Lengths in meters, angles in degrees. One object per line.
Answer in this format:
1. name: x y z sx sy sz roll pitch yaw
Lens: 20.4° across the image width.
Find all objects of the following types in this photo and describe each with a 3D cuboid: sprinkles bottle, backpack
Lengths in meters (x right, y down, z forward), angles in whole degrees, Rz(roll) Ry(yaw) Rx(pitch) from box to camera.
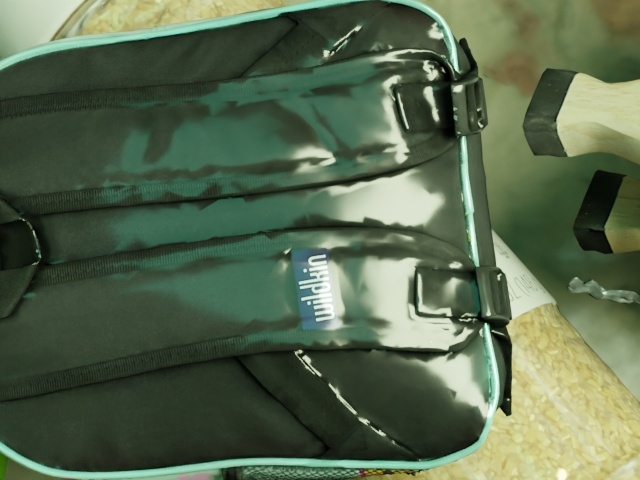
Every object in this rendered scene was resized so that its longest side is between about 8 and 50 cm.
1. sprinkles bottle: 0.000 0.000 0.753 0.121 0.121 0.355 -38 74 -8
2. backpack: -0.039 0.006 0.618 0.188 0.144 0.166 -7 87 -4

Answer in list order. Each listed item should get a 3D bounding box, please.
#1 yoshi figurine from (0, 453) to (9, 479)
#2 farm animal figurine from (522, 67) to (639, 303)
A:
1. yoshi figurine: -0.197 0.131 0.601 0.203 0.362 0.203 -18 73 -2
2. farm animal figurine: 0.197 -0.115 0.652 0.172 0.330 0.327 11 78 33
